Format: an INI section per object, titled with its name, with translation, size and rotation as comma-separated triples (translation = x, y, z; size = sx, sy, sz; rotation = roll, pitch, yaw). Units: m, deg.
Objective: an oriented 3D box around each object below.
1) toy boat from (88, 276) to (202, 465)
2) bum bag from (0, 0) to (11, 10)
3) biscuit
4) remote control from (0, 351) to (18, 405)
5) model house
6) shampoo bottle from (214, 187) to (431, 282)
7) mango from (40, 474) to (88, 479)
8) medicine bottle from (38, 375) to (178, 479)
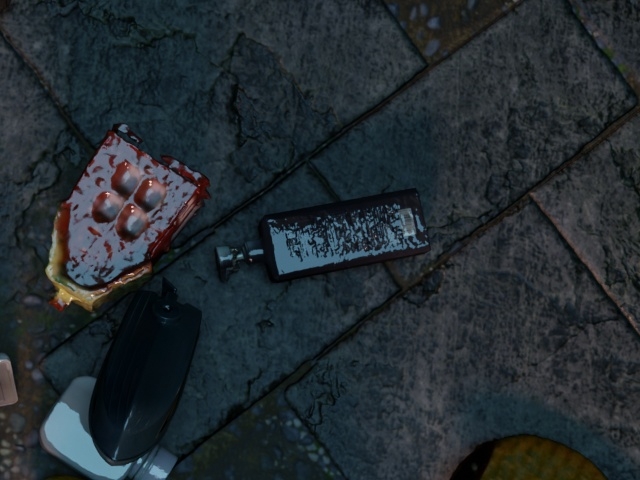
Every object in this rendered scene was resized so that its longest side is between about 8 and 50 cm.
[toy boat]
translation = -0.239, 0.189, 1.702
size = 0.114, 0.122, 0.296
rotation = 19, 39, -4
[bum bag]
translation = -0.534, -0.278, 1.795
size = 0.142, 0.080, 0.326
rotation = 16, 79, -4
[biscuit]
translation = 0.311, 0.427, 1.810
size = 0.317, 0.040, 0.318
rotation = 10, 60, -17
[remote control]
translation = -0.570, 0.199, 1.706
size = 0.312, 0.109, 0.055
rotation = -8, 51, -12
[model house]
translation = -0.286, -0.008, 1.739
size = 0.160, 0.196, 0.254
rotation = 36, 78, -3
[shampoo bottle]
translation = 0.000, -0.001, 1.852
size = 0.309, 0.071, 0.098
rotation = -10, 84, -12
[mango]
translation = -0.313, 0.379, 1.714
size = 0.115, 0.089, 0.165
rotation = -37, 85, 29
[medicine bottle]
translation = -0.289, 0.275, 1.753
size = 0.183, 0.069, 0.119
rotation = 33, 67, -3
